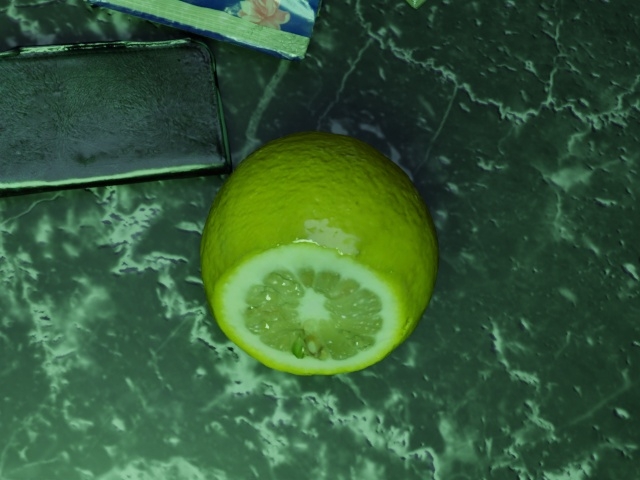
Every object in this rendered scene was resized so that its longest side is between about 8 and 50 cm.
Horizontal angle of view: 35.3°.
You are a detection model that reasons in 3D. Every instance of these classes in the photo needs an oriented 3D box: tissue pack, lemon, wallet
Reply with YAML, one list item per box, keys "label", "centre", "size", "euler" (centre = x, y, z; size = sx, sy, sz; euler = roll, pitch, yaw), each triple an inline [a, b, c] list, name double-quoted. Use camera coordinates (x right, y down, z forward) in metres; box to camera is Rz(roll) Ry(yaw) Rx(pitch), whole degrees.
- label: "tissue pack"
  centre: [-0.116, -0.343, 1.143]
  size: [0.269, 0.137, 0.209]
  euler: [16, 75, -6]
- label: "lemon"
  centre: [0.000, 0.000, 1.032]
  size: [0.240, 0.240, 0.219]
  euler: [14, 43, -6]
- label: "wallet"
  centre: [-0.265, -0.136, 1.111]
  size: [0.318, 0.045, 0.172]
  euler: [-8, 80, -12]

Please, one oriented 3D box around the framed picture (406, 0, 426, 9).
- label: "framed picture"
  centre: [0.102, -0.394, 1.260]
  size: [0.183, 0.011, 0.142]
  euler: [46, 73, 4]
